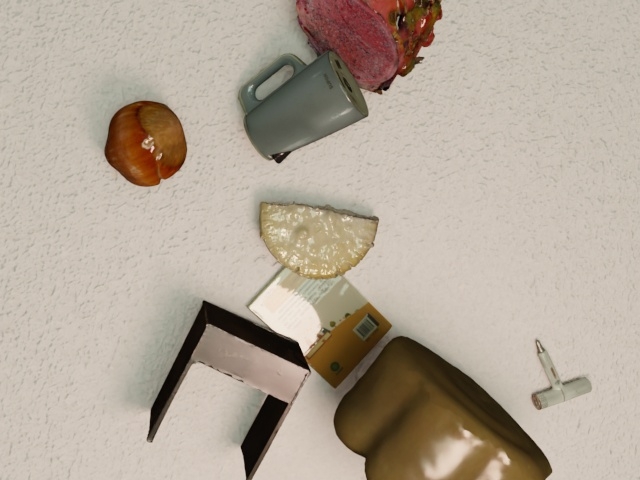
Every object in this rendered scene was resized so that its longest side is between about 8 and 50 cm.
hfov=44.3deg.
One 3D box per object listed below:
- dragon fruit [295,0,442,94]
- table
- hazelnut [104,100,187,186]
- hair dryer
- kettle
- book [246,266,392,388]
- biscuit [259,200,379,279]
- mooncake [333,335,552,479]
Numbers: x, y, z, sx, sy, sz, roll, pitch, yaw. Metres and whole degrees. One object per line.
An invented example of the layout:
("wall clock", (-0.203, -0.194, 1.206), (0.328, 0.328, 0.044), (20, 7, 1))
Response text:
("dragon fruit", (0.123, -0.514, 1.693), (0.296, 0.314, 0.263), (34, 70, 8))
("table", (-0.203, 0.324, 1.713), (0.251, 0.196, 0.282), (26, 95, -15))
("hazelnut", (-0.366, -0.201, 1.635), (0.182, 0.182, 0.182), (-2, 96, -14))
("hair dryer", (0.600, 0.323, 2.002), (0.155, 0.044, 0.183), (-15, 96, -14))
("kettle", (-0.051, -0.301, 1.689), (0.243, 0.160, 0.210), (-27, 84, 19))
("book", (0.002, 0.178, 1.843), (0.208, 0.020, 0.295), (-46, 104, -6))
("biscuit", (0.000, 0.000, 1.775), (0.281, 0.084, 0.179), (3, 82, -17))
("mooncake", (0.263, 0.436, 1.726), (0.467, 0.467, 0.262), (35, 101, -15))
